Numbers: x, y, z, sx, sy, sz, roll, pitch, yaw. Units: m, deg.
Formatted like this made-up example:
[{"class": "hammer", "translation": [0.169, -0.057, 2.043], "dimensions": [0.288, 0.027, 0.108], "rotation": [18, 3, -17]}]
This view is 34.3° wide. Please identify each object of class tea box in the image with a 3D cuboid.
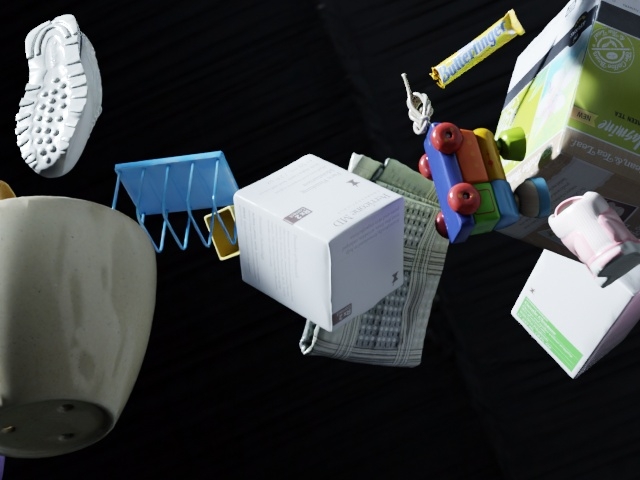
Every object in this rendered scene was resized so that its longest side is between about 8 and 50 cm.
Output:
[{"class": "tea box", "translation": [0.417, -0.174, 1.550], "dimensions": [0.329, 0.220, 0.323], "rotation": [128, 161, -70]}]

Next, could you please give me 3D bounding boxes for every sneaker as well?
[{"class": "sneaker", "translation": [0.225, -0.004, 0.838], "dimensions": [0.070, 0.051, 0.134], "rotation": [56, -167, 18]}, {"class": "sneaker", "translation": [-0.291, -0.157, 1.208], "dimensions": [0.094, 0.090, 0.235], "rotation": [65, -164, -51]}]

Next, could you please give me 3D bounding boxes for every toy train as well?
[{"class": "toy train", "translation": [0.207, -0.127, 1.375], "dimensions": [0.105, 0.144, 0.247], "rotation": [105, 154, -68]}]

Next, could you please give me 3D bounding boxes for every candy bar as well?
[{"class": "candy bar", "translation": [0.238, -0.289, 1.584], "dimensions": [0.040, 0.161, 0.018], "rotation": [61, -153, 8]}]

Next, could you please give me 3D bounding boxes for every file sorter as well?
[{"class": "file sorter", "translation": [-0.219, -0.051, 1.580], "dimensions": [0.118, 0.170, 0.104], "rotation": [70, -162, -51]}]

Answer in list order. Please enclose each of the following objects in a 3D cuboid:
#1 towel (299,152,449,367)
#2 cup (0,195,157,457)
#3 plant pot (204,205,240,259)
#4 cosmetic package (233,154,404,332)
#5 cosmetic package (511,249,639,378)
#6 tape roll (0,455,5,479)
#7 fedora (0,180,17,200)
[{"class": "towel", "translation": [0.113, 0.042, 1.657], "dimensions": [0.312, 0.056, 0.324], "rotation": [16, -92, -50]}, {"class": "cup", "translation": [-0.360, 0.137, 1.327], "dimensions": [0.331, 0.331, 0.236], "rotation": [64, -171, -58]}, {"class": "plant pot", "translation": [-0.131, -0.023, 1.761], "dimensions": [0.082, 0.083, 0.081], "rotation": [-19, 93, 48]}, {"class": "cosmetic package", "translation": [0.000, 0.000, 1.420], "dimensions": [0.184, 0.151, 0.151], "rotation": [27, 134, 36]}, {"class": "cosmetic package", "translation": [0.519, 0.085, 1.970], "dimensions": [0.197, 0.155, 0.365], "rotation": [48, 158, 22]}, {"class": "tape roll", "translation": [-0.620, 0.328, 1.795], "dimensions": [0.275, 0.090, 0.274], "rotation": [177, 90, -86]}, {"class": "fedora", "translation": [-0.525, -0.032, 1.637], "dimensions": [0.194, 0.079, 0.194], "rotation": [39, -135, -55]}]
